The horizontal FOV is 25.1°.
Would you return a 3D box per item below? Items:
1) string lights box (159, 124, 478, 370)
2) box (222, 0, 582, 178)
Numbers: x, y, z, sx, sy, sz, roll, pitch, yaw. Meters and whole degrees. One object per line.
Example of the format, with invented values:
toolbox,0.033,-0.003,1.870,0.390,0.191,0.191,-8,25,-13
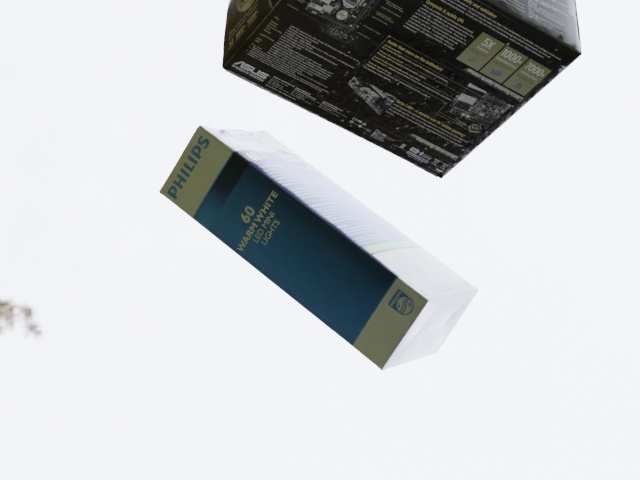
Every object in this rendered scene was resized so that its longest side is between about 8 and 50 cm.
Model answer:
string lights box,0.000,0.000,1.269,0.260,0.133,0.076,37,-73,19
box,0.051,-0.141,0.927,0.147,0.180,0.077,-44,-148,41
